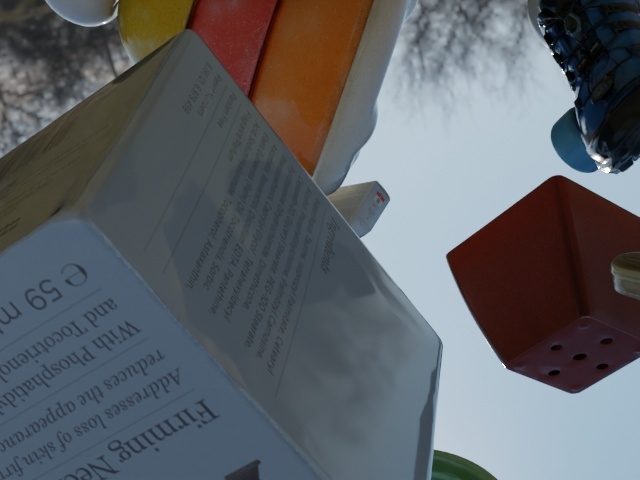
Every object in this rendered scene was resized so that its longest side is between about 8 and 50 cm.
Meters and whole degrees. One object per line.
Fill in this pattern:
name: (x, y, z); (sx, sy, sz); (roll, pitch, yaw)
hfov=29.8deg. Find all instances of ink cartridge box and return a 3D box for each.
ink cartridge box: (0.000, 0.000, 1.638); (0.145, 0.045, 0.179); (-8, -137, 45)

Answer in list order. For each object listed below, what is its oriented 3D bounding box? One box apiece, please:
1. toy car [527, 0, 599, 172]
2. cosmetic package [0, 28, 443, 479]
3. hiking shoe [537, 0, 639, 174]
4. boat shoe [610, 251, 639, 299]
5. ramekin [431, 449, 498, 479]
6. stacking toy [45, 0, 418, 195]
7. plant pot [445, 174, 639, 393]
toy car: (0.315, -0.243, 1.319); (0.210, 0.238, 0.219); (-34, 171, -43)
cosmetic package: (-0.142, 0.110, 1.004); (0.329, 0.394, 0.327); (-31, -158, 24)
hiking shoe: (0.239, -0.163, 1.055); (0.113, 0.132, 0.304); (-50, -168, 29)
boat shoe: (0.526, 0.101, 1.523); (0.341, 0.110, 0.121); (15, -163, 0)
ramekin: (0.129, 0.443, 1.588); (0.303, 0.148, 0.303); (-6, -129, 7)
stacking toy: (-0.138, -0.286, 1.554); (0.480, 0.351, 0.350); (19, -162, -3)
plant pot: (0.404, 0.095, 1.982); (0.267, 0.267, 0.236); (-40, -138, 35)
